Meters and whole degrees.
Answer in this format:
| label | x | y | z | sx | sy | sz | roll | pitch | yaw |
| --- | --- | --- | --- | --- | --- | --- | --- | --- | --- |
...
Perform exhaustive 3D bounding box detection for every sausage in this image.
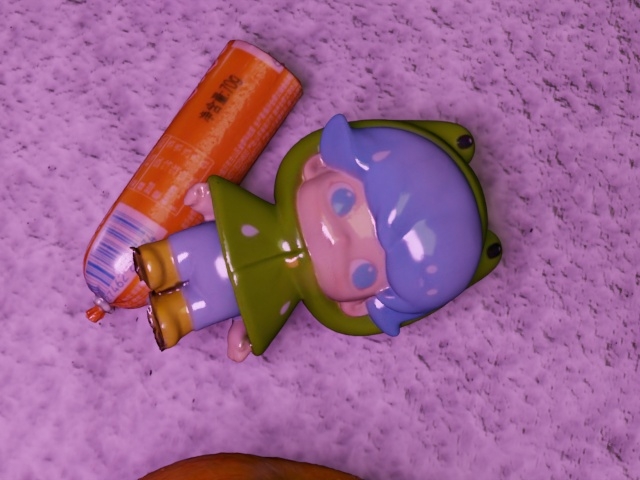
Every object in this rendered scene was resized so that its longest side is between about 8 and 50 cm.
| label | x | y | z | sx | sy | sz | roll | pitch | yaw |
| --- | --- | --- | --- | --- | --- | --- | --- | --- | --- |
| sausage | -0.104 | -0.038 | 0.941 | 0.071 | 0.071 | 0.234 | 34 | 79 | 2 |

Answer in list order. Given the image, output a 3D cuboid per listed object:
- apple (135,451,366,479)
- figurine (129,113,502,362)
| label | x | y | z | sx | sy | sz | roll | pitch | yaw |
| --- | --- | --- | --- | --- | --- | --- | --- | --- | --- |
| apple | -0.033 | 0.260 | 0.793 | 0.301 | 0.301 | 0.301 | 1 | 80 | -5 |
| figurine | 0.000 | 0.000 | 0.900 | 0.263 | 0.143 | 0.162 | -17 | 90 | -12 |
